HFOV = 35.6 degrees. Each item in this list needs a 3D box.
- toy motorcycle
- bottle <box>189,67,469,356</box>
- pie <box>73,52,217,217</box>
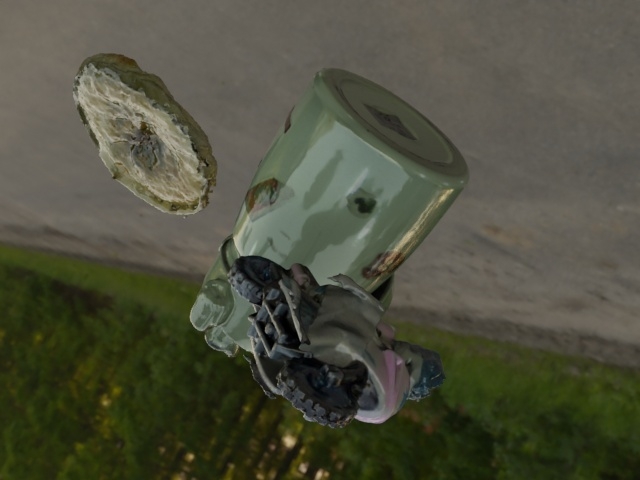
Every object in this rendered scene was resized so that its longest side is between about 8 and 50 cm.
[{"bbox_3d":[0.024,0.102,0.950,0.204,0.108,0.239,15,-140,-29],"label":"toy motorcycle"},{"bbox_3d":[0.000,0.000,1.163,0.229,0.351,0.229,28,-156,-14],"label":"bottle"},{"bbox_3d":[-0.257,-0.151,1.452,0.274,0.055,0.274,30,143,25],"label":"pie"}]
